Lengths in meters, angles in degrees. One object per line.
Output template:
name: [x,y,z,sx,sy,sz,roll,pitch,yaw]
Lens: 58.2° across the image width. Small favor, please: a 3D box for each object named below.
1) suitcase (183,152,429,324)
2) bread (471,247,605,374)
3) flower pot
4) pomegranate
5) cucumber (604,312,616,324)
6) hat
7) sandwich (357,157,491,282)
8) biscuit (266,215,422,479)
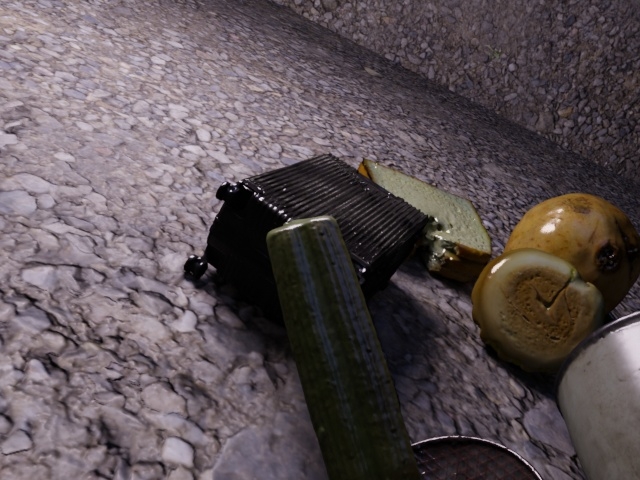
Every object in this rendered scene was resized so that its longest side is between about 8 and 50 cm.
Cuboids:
suitcase: [0.000,0.000,0.859,0.230,0.152,0.335,36,27,12]
bread: [0.354,0.119,0.958,0.213,0.213,0.105,32,-9,6]
flower pot: [0.460,0.286,0.672,0.294,0.293,0.330,23,36,-10]
pomegranate: [0.471,0.036,1.098,0.261,0.260,0.260,22,29,-13]
cucumber: [0.596,0.129,1.291,0.184,0.033,0.036,49,9,33]
hat: [0.134,0.291,0.571,0.193,0.082,0.193,-14,21,6]
sandwich: [0.199,-0.035,1.146,0.274,0.095,0.249,19,29,-14]
biscuit: [0.019,0.115,0.623,0.099,0.038,0.322,-15,70,-4]
